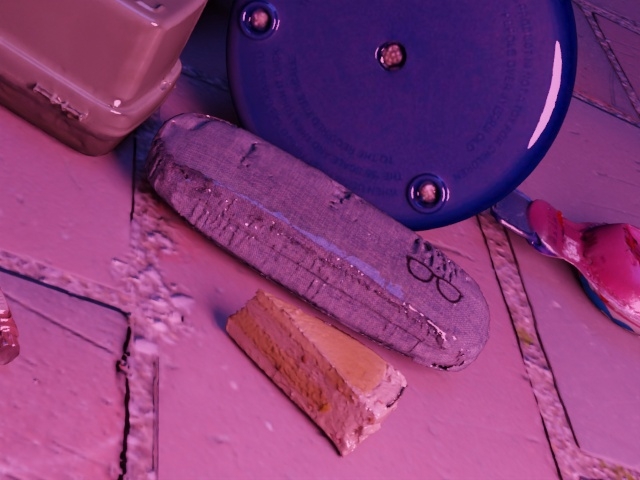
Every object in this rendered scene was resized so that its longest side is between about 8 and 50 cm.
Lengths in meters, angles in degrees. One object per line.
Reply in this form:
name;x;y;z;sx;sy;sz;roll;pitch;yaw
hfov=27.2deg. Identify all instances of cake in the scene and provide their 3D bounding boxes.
cake;-0.007;0.080;0.848;0.121;0.052;0.065;34;32;-2

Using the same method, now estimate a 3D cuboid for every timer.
timer;0.100;-0.164;1.158;0.270;0.270;0.383;38;16;7

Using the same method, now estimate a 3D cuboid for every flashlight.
flashlight;-0.197;0.024;0.764;0.052;0.031;0.110;5;40;-41

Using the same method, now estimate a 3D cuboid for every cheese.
cheese;0.255;0.020;1.185;0.244;0.062;0.155;27;29;-9

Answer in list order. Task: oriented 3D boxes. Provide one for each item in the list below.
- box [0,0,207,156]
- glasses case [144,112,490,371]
box;-0.195;-0.171;0.953;0.210;0.129;0.148;33;31;-2
glasses case;0.000;0.000;0.958;0.282;0.067;0.109;34;27;-3
